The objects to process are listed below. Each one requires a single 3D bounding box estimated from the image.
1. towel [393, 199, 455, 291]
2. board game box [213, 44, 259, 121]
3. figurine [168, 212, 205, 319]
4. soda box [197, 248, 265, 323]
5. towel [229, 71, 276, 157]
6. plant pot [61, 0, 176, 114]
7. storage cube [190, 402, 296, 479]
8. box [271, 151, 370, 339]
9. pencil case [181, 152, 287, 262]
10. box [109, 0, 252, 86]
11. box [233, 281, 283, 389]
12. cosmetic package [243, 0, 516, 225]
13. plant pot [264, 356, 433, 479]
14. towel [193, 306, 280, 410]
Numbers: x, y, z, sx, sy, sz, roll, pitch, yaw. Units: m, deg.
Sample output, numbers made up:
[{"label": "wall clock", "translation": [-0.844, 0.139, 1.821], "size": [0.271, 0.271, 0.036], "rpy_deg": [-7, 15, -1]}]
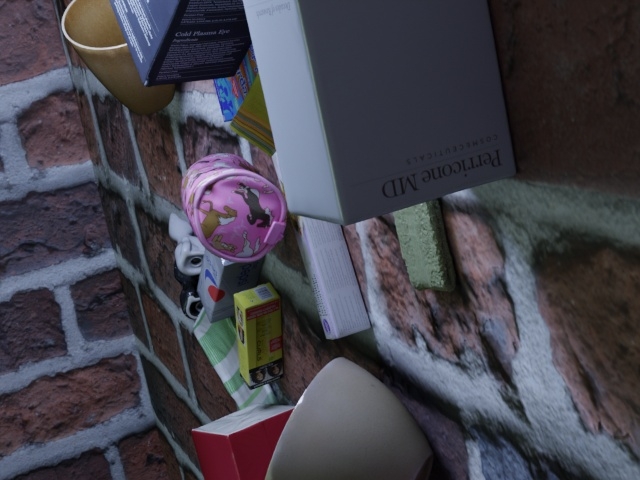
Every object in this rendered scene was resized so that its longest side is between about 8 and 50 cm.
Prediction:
[{"label": "towel", "translation": [0.139, -0.003, 1.372], "size": [0.110, 0.027, 0.148], "rpy_deg": [-2, 102, 68]}, {"label": "board game box", "translation": [-0.144, -0.305, 1.836], "size": [0.210, 0.047, 0.160], "rpy_deg": [-1, 104, 67]}, {"label": "figurine", "translation": [-0.334, 0.056, 2.558], "size": [0.209, 0.092, 0.214], "rpy_deg": [-128, 30, -53]}, {"label": "soda box", "translation": [-0.196, 0.071, 2.190], "size": [0.091, 0.098, 0.286], "rpy_deg": [64, 157, 22]}, {"label": "towel", "translation": [-0.087, -0.211, 1.717], "size": [0.102, 0.021, 0.237], "rpy_deg": [31, 157, -6]}, {"label": "plant pot", "translation": [-0.412, -0.406, 2.239], "size": [0.237, 0.237, 0.254], "rpy_deg": [57, 167, 38]}, {"label": "storage cube", "translation": [-0.143, 0.473, 2.195], "size": [0.215, 0.184, 0.193], "rpy_deg": [-9, 97, 58]}, {"label": "box", "translation": [0.000, 0.000, 1.676], "size": [0.063, 0.067, 0.323], "rpy_deg": [163, 90, -71]}, {"label": "pencil case", "translation": [-0.159, -0.064, 1.801], "size": [0.386, 0.167, 0.160], "rpy_deg": [-135, 34, -78]}, {"label": "box", "translation": [-0.223, -0.482, 1.644], "size": [0.343, 0.179, 0.312], "rpy_deg": [66, 148, 19]}, {"label": "box", "translation": [-0.127, 0.202, 2.132], "size": [0.058, 0.087, 0.232], "rpy_deg": [47, 146, 46]}, {"label": "cosmetic package", "translation": [0.046, -0.266, 1.122], "size": [0.161, 0.230, 0.453], "rpy_deg": [16, 121, 65]}, {"label": "plant pot", "translation": [0.062, 0.347, 1.564], "size": [0.191, 0.284, 0.284], "rpy_deg": [22, 136, 19]}, {"label": "towel", "translation": [-0.202, 0.298, 2.405], "size": [0.324, 0.038, 0.248], "rpy_deg": [61, 153, 15]}]
